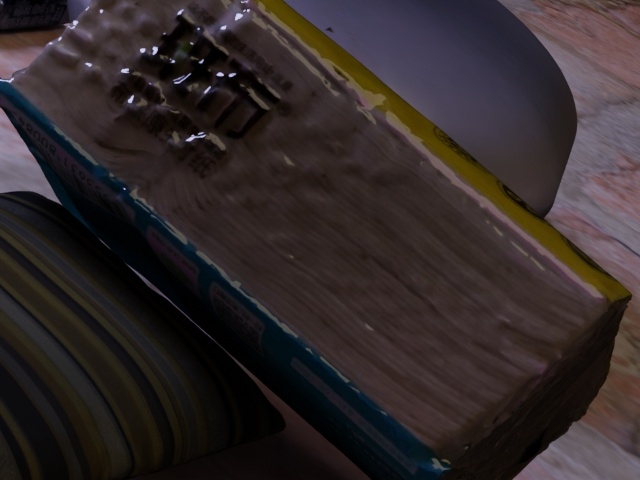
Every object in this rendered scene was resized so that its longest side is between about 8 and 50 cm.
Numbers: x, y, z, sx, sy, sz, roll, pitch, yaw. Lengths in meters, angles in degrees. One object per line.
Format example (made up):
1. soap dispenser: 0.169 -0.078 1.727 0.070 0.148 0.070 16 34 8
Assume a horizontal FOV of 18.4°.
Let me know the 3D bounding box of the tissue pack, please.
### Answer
1. tissue pack: 0.000 0.000 0.571 0.169 0.082 0.120 41 -9 15

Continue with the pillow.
1. pillow: -0.093 0.029 0.487 0.113 0.038 0.203 39 18 19

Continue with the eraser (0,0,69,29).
1. eraser: -0.134 -0.105 0.856 0.027 0.019 0.099 34 17 11

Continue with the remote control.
1. remote control: 0.009 -0.080 0.879 0.221 0.103 0.332 25 15 4
